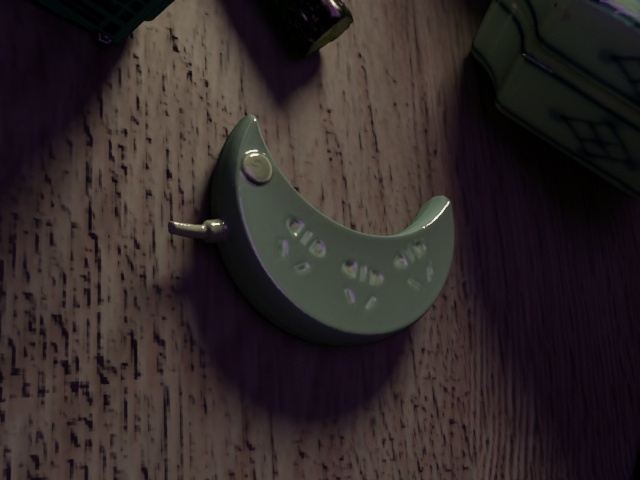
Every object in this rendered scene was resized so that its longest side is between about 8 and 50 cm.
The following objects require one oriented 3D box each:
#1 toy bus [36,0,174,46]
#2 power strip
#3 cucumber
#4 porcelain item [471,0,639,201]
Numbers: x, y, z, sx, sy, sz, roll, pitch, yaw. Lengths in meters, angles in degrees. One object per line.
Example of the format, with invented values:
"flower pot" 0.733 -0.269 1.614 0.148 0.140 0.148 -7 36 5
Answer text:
"toy bus" -0.105 -0.182 0.394 0.091 0.160 0.079 30 60 -33
"power strip" 0.000 0.000 0.473 0.215 0.044 0.137 17 67 -29
"cucumber" -0.037 -0.228 0.515 0.058 0.058 0.187 -27 93 -36
"porcelain item" 0.304 -0.188 0.615 0.281 0.157 0.286 36 57 5
